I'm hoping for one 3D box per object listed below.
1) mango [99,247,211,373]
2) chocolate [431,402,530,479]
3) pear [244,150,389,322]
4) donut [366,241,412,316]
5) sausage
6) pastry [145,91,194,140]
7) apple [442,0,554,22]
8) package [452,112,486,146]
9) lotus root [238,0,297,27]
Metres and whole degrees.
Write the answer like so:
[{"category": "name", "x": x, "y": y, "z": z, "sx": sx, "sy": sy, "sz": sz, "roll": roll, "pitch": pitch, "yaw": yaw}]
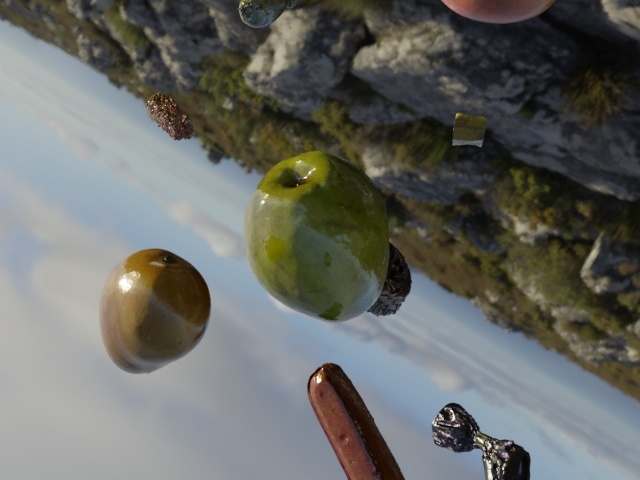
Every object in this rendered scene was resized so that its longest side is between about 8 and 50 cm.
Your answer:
[{"category": "mango", "x": -0.263, "y": 0.106, "z": 1.184, "sx": 0.139, "sy": 0.175, "sz": 0.254, "roll": -1, "pitch": 162, "yaw": -39}, {"category": "chocolate", "x": 0.201, "y": 0.259, "z": 0.945, "sx": 0.070, "sy": 0.072, "sz": 0.147, "roll": 34, "pitch": -178, "yaw": -41}, {"category": "pear", "x": 0.000, "y": 0.000, "z": 1.320, "sx": 0.253, "sy": 0.253, "sz": 0.307, "roll": 31, "pitch": 156, "yaw": 35}, {"category": "donut", "x": 0.120, "y": 0.064, "z": 1.770, "sx": 0.235, "sy": 0.089, "sz": 0.235, "roll": 33, "pitch": -147, "yaw": -25}, {"category": "sausage", "x": 0.073, "y": 0.386, "z": 1.461, "sx": 0.330, "sy": 0.102, "sz": 0.102, "roll": 61, "pitch": -175, "yaw": 10}, {"category": "pastry", "x": -0.403, "y": -0.323, "z": 2.058, "sx": 0.169, "sy": 0.063, "sz": 0.087, "roll": 45, "pitch": 149, "yaw": 27}, {"category": "apple", "x": 0.461, "y": -0.725, "z": 1.952, "sx": 0.364, "sy": 0.364, "sz": 0.364, "roll": 32, "pitch": 179, "yaw": 1}, {"category": "package", "x": 0.331, "y": -0.242, "z": 1.733, "sx": 0.071, "sy": 0.047, "sz": 0.131, "roll": 9, "pitch": 175, "yaw": 7}, {"category": "lotus root", "x": -0.129, "y": -0.557, "z": 1.836, "sx": 0.088, "sy": 0.165, "sz": 0.088, "roll": 31, "pitch": 138, "yaw": 33}]
